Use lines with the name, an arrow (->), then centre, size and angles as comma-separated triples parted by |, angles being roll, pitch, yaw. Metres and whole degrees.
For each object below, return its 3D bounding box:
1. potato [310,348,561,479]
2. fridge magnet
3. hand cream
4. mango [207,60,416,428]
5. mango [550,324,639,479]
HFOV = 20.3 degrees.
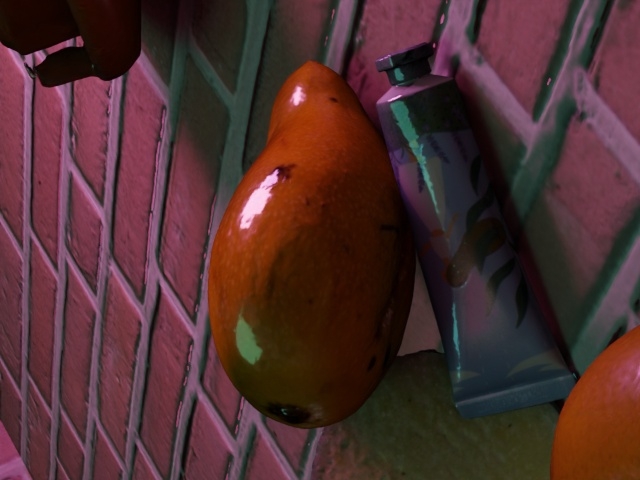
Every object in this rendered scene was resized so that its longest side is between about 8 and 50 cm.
potato -> 0.101, 0.181, 1.270 | 0.202, 0.182, 0.117 | 24, 174, 17
fridge magnet -> -0.248, -0.301, 1.499 | 0.363, 0.155, 0.363 | 159, 90, -86
hand cream -> 0.097, -0.007, 1.193 | 0.055, 0.088, 0.256 | -40, -68, -70
mango -> 0.006, 0.000, 1.231 | 0.295, 0.120, 0.177 | -74, -29, -44
mango -> 0.239, 0.129, 0.865 | 0.317, 0.173, 0.211 | -3, 109, 59
